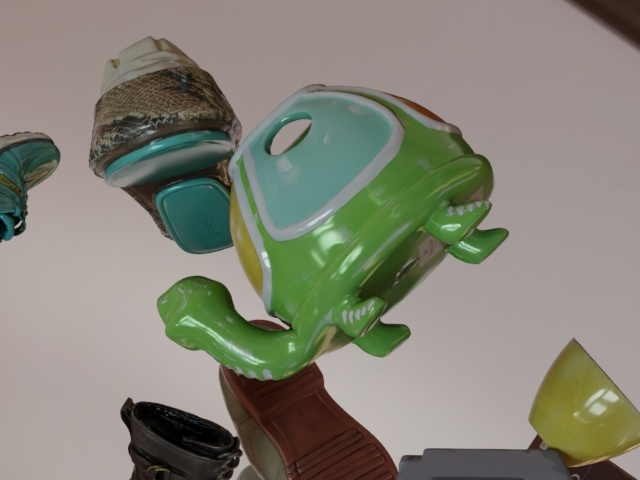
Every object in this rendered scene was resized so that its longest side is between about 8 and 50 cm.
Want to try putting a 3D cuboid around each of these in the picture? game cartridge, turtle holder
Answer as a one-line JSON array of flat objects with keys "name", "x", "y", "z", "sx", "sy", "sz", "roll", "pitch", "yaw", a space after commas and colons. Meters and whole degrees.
[{"name": "game cartridge", "x": 0.159, "y": 0.313, "z": 1.352, "sx": 0.294, "sy": 0.196, "sz": 0.060, "roll": -74, "pitch": -24, "yaw": -56}, {"name": "turtle holder", "x": 0.012, "y": -0.006, "z": 1.388, "sx": 0.320, "sy": 0.227, "sz": 0.243, "roll": -50, "pitch": -16, "yaw": 22}]

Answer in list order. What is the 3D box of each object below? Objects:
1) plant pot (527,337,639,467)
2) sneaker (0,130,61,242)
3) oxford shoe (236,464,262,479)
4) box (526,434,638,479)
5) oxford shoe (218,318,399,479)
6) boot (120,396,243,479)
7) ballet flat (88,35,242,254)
[{"name": "plant pot", "x": 0.276, "y": 0.183, "z": 1.485, "sx": 0.095, "sy": 0.134, "sz": 0.134, "roll": -41, "pitch": 8, "yaw": 5}, {"name": "sneaker", "x": -0.408, "y": -0.042, "z": 1.741, "sx": 0.275, "sy": 0.110, "sz": 0.107, "roll": -47, "pitch": -16, "yaw": -49}, {"name": "oxford shoe", "x": 0.035, "y": 0.479, "z": 2.190, "sx": 0.169, "sy": 0.449, "sz": 0.130, "roll": -31, "pitch": -38, "yaw": -28}, {"name": "box", "x": 0.480, "y": 0.475, "z": 2.286, "sx": 0.191, "sy": 0.381, "sz": 0.143, "roll": -56, "pitch": 19, "yaw": -1}, {"name": "oxford shoe", "x": -0.005, "y": 0.290, "z": 1.774, "sx": 0.140, "sy": 0.397, "sz": 0.146, "roll": -20, "pitch": -24, "yaw": -23}, {"name": "boot", "x": -0.127, "y": 0.301, "z": 1.631, "sx": 0.229, "sy": 0.263, "sz": 0.091, "roll": 111, "pitch": -177, "yaw": -46}, {"name": "ballet flat", "x": -0.165, "y": -0.117, "z": 1.535, "sx": 0.164, "sy": 0.182, "sz": 0.483, "roll": -16, "pitch": -13, "yaw": 1}]
